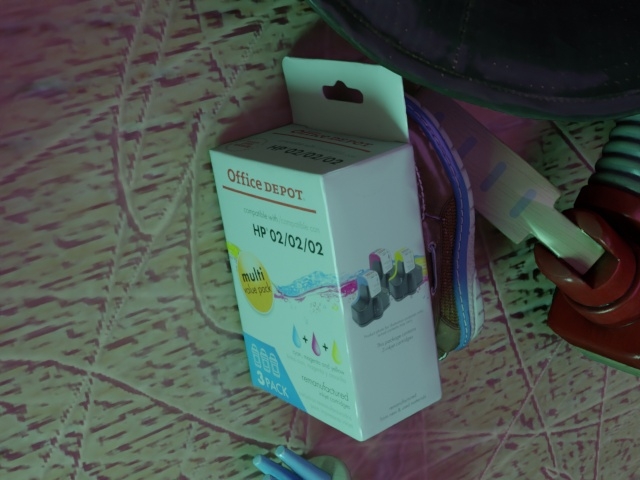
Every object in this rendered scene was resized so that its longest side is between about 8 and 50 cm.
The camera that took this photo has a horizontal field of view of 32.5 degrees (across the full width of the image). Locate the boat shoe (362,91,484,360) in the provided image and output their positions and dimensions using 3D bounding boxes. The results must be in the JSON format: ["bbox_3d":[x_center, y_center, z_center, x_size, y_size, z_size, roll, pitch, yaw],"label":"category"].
[{"bbox_3d":[0.049,0.001,0.635,0.066,0.066,0.183,-37,124,-28],"label":"boat shoe"}]

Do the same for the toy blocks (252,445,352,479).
[{"bbox_3d":[-0.006,0.195,0.654,0.148,0.054,0.123,44,74,-35],"label":"toy blocks"}]

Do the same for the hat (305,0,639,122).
[{"bbox_3d":[0.087,-0.209,0.577,0.331,0.134,0.331,0,90,-21],"label":"hat"}]

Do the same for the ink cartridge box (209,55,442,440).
[{"bbox_3d":[0.000,0.000,0.579,0.062,0.104,0.181,-21,112,-33],"label":"ink cartridge box"}]

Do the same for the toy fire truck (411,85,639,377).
[{"bbox_3d":[0.182,-0.048,0.698,0.246,0.158,0.217,32,81,-48],"label":"toy fire truck"}]
